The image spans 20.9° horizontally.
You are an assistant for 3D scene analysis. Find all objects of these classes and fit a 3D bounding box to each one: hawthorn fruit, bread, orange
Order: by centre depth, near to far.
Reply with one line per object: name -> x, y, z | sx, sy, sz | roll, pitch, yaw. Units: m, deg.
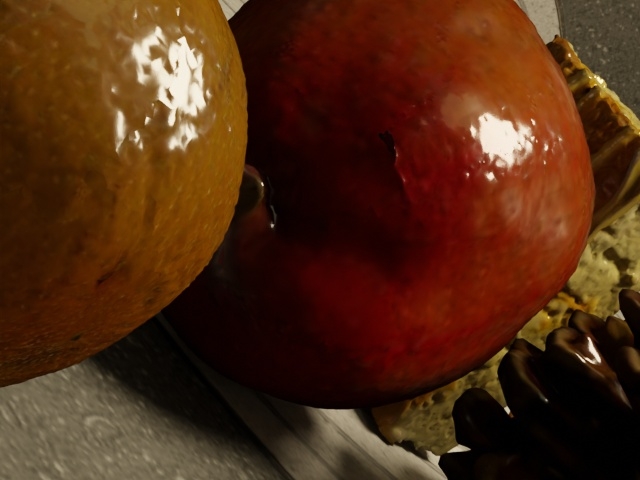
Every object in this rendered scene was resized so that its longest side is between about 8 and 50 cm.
orange -> -0.164, -0.065, 0.744 | 0.264, 0.264, 0.264 | 43, 16, -15
hawthorn fruit -> 0.021, -0.025, 1.075 | 0.295, 0.295, 0.311 | 45, 49, -6
bread -> 0.127, 0.005, 1.265 | 0.114, 0.275, 0.185 | 34, 19, -40

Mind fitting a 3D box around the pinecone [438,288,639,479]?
pinecone -> 0.255, 0.189, 1.052 | 0.398, 0.398, 0.398 | 43, 16, -15

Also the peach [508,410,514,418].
peach -> 0.212, 0.163, 1.376 | 0.138, 0.138, 0.138 | 43, 16, -15
